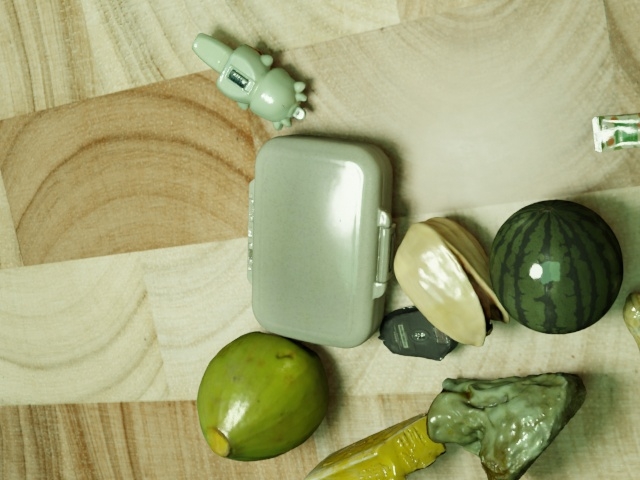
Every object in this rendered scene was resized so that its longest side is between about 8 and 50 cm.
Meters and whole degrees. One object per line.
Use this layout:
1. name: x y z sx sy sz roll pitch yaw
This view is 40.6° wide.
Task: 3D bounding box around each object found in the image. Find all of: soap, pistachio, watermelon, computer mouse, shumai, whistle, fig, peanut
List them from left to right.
1. whistle: -0.128 -0.293 1.574 0.253 0.106 0.101 34 84 8
2. fig: -0.114 0.300 1.612 0.239 0.271 0.239 13 125 18
3. soap: 0.108 0.403 1.590 0.257 0.160 0.080 -31 86 28
4. computer mouse: 0.182 0.163 1.558 0.172 0.057 0.099 -8 100 39
5. pistachio: 0.224 0.067 1.453 0.157 0.157 0.229 -43 78 28
6. shumai: 0.298 0.280 1.442 0.204 0.222 0.272 43 125 16
7. watermelon: 0.368 0.043 1.351 0.212 0.212 0.212 6 105 25
8. peanut: 0.533 0.161 1.368 0.080 0.080 0.174 -27 90 29

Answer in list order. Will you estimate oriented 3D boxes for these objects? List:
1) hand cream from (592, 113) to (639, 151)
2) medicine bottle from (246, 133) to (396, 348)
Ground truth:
1. hand cream: 0.504 -0.170 1.335 0.165 0.037 0.057 -2 101 33
2. medicine bottle: 0.000 0.000 1.567 0.282 0.123 0.375 10 106 25
